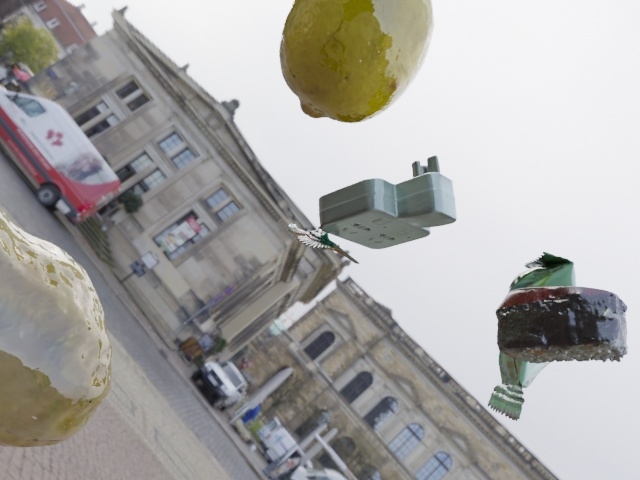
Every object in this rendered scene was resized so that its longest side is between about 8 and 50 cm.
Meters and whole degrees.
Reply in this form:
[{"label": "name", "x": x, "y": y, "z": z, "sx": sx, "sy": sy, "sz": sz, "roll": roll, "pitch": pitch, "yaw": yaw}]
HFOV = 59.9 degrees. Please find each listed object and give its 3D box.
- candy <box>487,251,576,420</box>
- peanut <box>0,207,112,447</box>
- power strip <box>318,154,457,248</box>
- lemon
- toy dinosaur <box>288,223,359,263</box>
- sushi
[{"label": "candy", "x": 0.504, "y": 0.235, "z": 1.349, "sx": 0.171, "sy": 0.398, "sz": 0.263, "roll": 24, "pitch": -10, "yaw": 18}, {"label": "peanut", "x": -0.217, "y": 0.025, "z": 0.342, "sx": 0.110, "sy": 0.120, "sz": 0.237, "roll": 9, "pitch": -51, "yaw": 56}, {"label": "power strip", "x": 0.155, "y": -0.084, "z": 1.191, "sx": 0.260, "sy": 0.141, "sz": 0.229, "roll": -17, "pitch": -23, "yaw": 38}, {"label": "lemon", "x": 0.059, "y": -0.343, "z": 0.957, "sx": 0.261, "sy": 0.283, "sz": 0.260, "roll": 55, "pitch": 7, "yaw": -10}, {"label": "toy dinosaur", "x": -0.001, "y": 0.004, "z": 1.210, "sx": 0.187, "sy": 0.106, "sz": 0.044, "roll": 56, "pitch": -45, "yaw": 49}, {"label": "sushi", "x": 0.444, "y": 0.161, "z": 1.034, "sx": 0.225, "sy": 0.126, "sz": 0.136, "roll": -5, "pitch": -26, "yaw": 42}]
